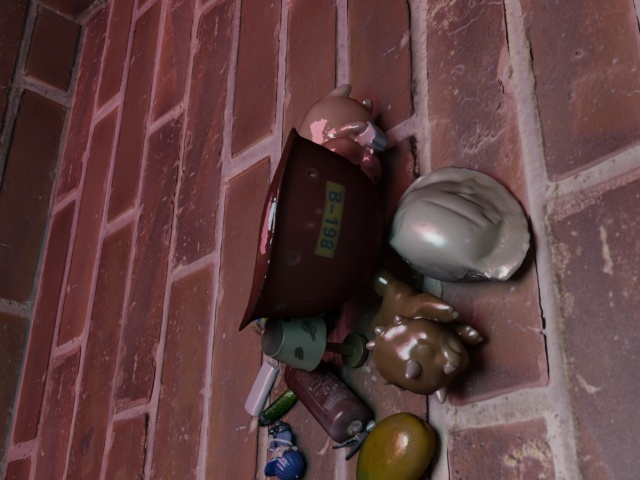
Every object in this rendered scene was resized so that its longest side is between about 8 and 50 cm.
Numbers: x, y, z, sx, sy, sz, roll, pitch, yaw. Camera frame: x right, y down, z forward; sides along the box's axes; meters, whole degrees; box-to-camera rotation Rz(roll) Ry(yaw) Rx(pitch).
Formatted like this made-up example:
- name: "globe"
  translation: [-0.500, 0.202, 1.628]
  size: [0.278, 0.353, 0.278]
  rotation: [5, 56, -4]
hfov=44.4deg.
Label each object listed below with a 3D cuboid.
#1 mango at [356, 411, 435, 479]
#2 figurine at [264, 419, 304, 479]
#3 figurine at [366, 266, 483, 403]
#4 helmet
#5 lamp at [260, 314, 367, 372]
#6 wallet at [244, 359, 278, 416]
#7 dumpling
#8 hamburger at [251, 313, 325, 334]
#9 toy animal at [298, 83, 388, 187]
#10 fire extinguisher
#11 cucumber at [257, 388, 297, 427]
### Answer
- name: "mango"
  translation: [0.129, 0.391, 1.409]
  size: [0.130, 0.091, 0.195]
  rotation: [51, 122, 47]
- name: "figurine"
  translation: [-0.074, 0.449, 1.655]
  size: [0.077, 0.079, 0.136]
  rotation: [-54, 16, 22]
- name: "figurine"
  translation: [0.159, 0.182, 1.399]
  size: [0.247, 0.177, 0.173]
  rotation: [33, 80, 41]
- name: "helmet"
  translation: [0.000, 0.000, 1.458]
  size: [0.337, 0.230, 0.385]
  rotation: [135, 146, -75]
- name: "lamp"
  translation: [-0.011, 0.203, 1.557]
  size: [0.121, 0.214, 0.121]
  rotation: [-21, 63, 49]
- name: "wallet"
  translation: [-0.138, 0.340, 1.810]
  size: [0.061, 0.025, 0.122]
  rotation: [26, 94, 60]
- name: "dumpling"
  translation: [0.253, -0.028, 1.434]
  size: [0.227, 0.243, 0.175]
  rotation: [-58, -7, -17]
- name: "hamburger"
  translation: [-0.038, 0.106, 1.726]
  size: [0.261, 0.150, 0.276]
  rotation: [-84, 18, -47]
- name: "toy animal"
  translation: [0.052, -0.179, 1.719]
  size: [0.213, 0.195, 0.256]
  rotation: [-39, 43, 22]
- name: "fire extinguisher"
  translation: [0.021, 0.329, 1.555]
  size: [0.269, 0.104, 0.105]
  rotation: [40, 104, 51]
- name: "cucumber"
  translation: [-0.097, 0.374, 1.733]
  size: [0.155, 0.037, 0.037]
  rotation: [-47, 42, 26]
